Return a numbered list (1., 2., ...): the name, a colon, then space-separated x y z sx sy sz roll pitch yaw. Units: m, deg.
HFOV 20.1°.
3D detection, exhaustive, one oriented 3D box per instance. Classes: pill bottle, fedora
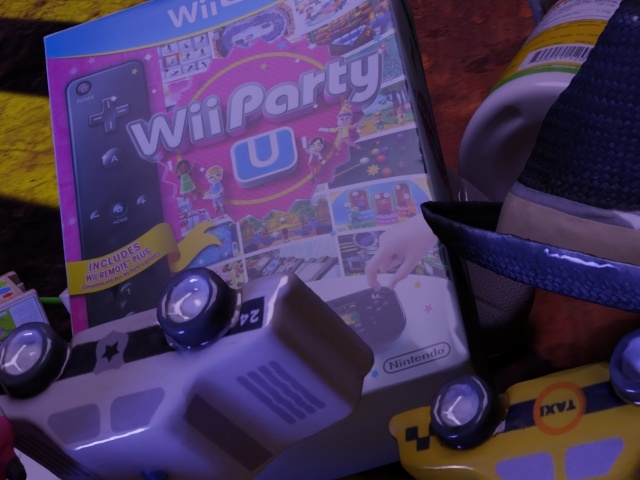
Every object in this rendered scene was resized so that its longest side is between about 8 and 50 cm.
1. pill bottle: 0.193 -0.094 1.216 0.136 0.136 0.246 -6 26 28
2. fedora: 0.214 -0.047 0.908 0.334 0.153 0.334 9 7 -1

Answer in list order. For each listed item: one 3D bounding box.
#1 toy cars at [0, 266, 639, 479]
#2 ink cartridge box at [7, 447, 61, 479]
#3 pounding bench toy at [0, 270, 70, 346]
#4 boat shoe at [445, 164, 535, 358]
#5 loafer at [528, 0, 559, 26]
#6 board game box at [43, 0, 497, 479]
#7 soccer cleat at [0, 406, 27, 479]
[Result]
1. toy cars: 0.028 0.098 0.843 0.393 0.176 0.087 7 55 -7
2. ink cartridge box: -0.186 0.149 1.057 0.150 0.063 0.109 -14 23 11
3. pounding bench toy: -0.216 0.054 1.310 0.083 0.052 0.065 -26 23 -16
4. boat shoe: 0.000 0.000 1.174 0.324 0.116 0.123 26 56 31
5. loafer: 0.253 -0.248 1.571 0.087 0.094 0.251 -7 25 36
6. board game box: -0.035 -0.010 1.051 0.224 0.097 0.303 -17 57 11
7. soccer cleat: -0.249 0.131 0.874 0.116 0.143 0.331 -36 -7 -38
